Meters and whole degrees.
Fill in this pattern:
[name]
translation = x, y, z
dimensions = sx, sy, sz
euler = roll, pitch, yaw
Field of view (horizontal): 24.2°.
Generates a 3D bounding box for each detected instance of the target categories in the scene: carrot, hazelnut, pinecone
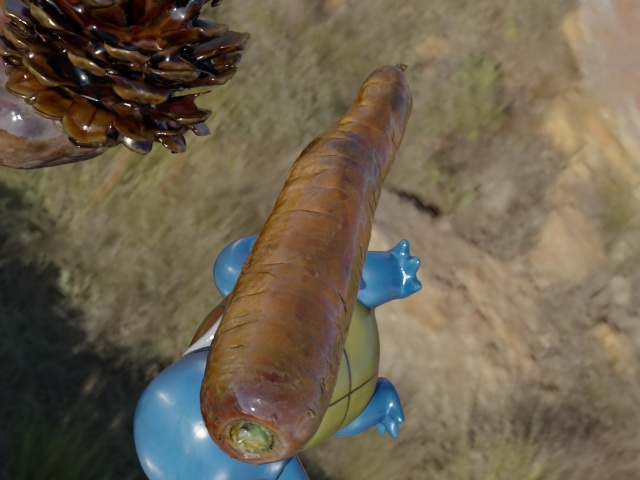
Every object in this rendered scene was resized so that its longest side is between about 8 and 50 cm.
[carrot]
translation = 0.000, 0.000, 0.678
dimensions = 0.059, 0.059, 0.248
euler = 34, 46, -14
[hazelnut]
translation = -0.195, -0.112, 1.081
dimensions = 0.154, 0.143, 0.143
euler = -21, 71, -25
[pinecone]
translation = -0.122, -0.138, 0.941
dimensions = 0.174, 0.173, 0.173
euler = 22, 46, -25

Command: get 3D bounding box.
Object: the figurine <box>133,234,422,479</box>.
[figurine]
translation = -0.023, 0.110, 1.470
dimensions = 0.243, 0.297, 0.416
euler = 16, 29, 4
